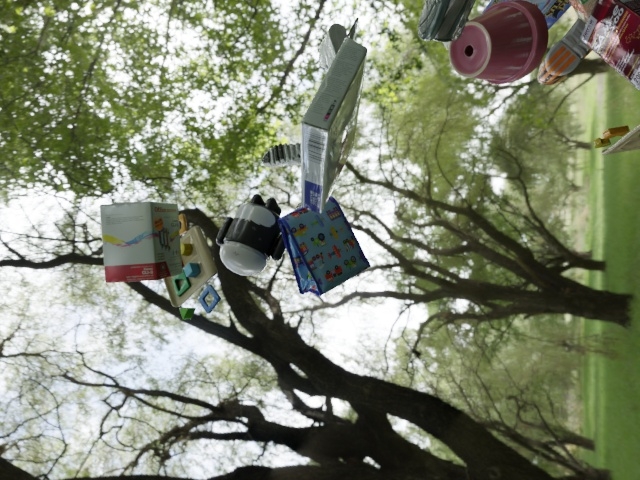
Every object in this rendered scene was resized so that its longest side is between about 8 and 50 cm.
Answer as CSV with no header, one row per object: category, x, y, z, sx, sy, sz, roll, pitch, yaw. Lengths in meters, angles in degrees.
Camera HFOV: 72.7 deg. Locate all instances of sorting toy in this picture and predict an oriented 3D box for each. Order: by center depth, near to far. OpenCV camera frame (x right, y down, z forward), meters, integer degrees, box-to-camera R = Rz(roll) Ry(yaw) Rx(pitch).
sorting toy,-0.415,0.076,1.315,0.047,0.196,0.347,16,-139,-57
sorting toy,0.979,-0.312,1.325,0.229,0.307,0.041,94,166,-77

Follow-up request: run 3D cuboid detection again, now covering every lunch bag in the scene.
lunch bag,0.000,0.000,1.413,0.221,0.138,0.293,-27,-79,-31

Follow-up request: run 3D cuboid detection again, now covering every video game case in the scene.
video game case,0.647,-0.727,1.360,0.244,0.269,0.061,-5,-108,-18

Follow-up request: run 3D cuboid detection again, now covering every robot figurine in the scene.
robot figurine,-0.228,-0.016,1.484,0.174,0.209,0.278,33,-112,-30

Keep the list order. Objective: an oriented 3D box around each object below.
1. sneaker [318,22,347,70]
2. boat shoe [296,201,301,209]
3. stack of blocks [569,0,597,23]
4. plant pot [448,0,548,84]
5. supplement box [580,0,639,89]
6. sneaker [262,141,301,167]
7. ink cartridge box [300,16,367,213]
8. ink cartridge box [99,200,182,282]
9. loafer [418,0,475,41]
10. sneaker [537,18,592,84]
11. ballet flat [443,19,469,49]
sneaker,0.073,-0.692,1.756,0.108,0.169,0.292,-12,-84,-15
boat shoe,-0.028,-0.055,1.732,0.302,0.113,0.103,-103,-6,-59
stack of blocks,0.789,-0.724,1.104,0.171,0.297,0.087,34,-146,-33
plant pot,0.436,-0.494,1.107,0.180,0.201,0.201,-22,-68,-29
supplement box,0.747,-0.489,1.042,0.130,0.073,0.239,86,170,-53
sneaker,-0.097,-0.344,1.785,0.118,0.292,0.110,59,-158,-54
ink cartridge box,0.043,-0.278,1.025,0.324,0.071,0.330,93,-160,-65
ink cartridge box,-0.408,0.000,1.002,0.128,0.127,0.176,-18,-76,-81
loafer,0.264,-0.477,0.767,0.267,0.084,0.096,117,154,-55
sneaker,0.815,-0.630,1.385,0.124,0.321,0.180,50,-173,4
ballet flat,0.387,-0.575,1.219,0.247,0.083,0.087,-23,-66,-50
